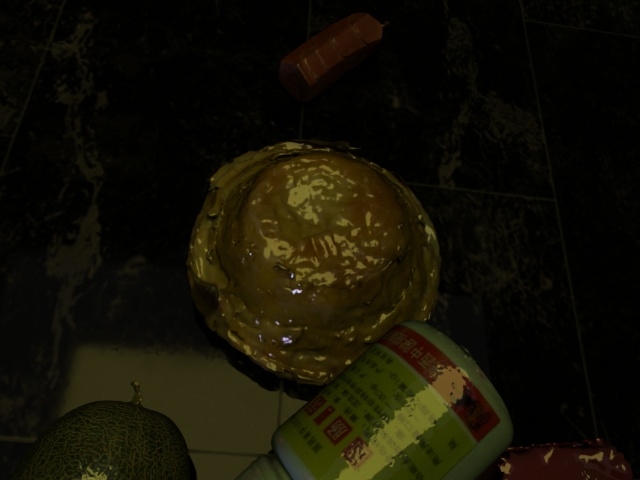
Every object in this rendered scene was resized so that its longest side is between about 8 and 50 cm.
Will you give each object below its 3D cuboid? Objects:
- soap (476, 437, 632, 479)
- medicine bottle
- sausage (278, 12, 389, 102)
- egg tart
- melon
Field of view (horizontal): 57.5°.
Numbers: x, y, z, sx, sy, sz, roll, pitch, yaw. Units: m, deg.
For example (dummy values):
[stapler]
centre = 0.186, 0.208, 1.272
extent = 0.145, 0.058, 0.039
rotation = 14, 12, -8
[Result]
[soap]
centre = 0.180, 0.299, 0.482
extent = 0.182, 0.112, 0.289
rotation = 32, 61, 2
[medicine bottle]
centre = 0.039, 0.184, 0.488
extent = 0.225, 0.139, 0.139
rotation = -39, 74, -13
[sausage]
centre = 0.021, -0.252, 0.776
extent = 0.065, 0.065, 0.169
rotation = 41, 63, 13
[egg tart]
centre = 0.000, 0.000, 0.608
extent = 0.295, 0.116, 0.294
rotation = 3, 62, -5
[melon]
centre = -0.173, 0.205, 0.456
extent = 0.139, 0.139, 0.192
rotation = 15, 66, -1
